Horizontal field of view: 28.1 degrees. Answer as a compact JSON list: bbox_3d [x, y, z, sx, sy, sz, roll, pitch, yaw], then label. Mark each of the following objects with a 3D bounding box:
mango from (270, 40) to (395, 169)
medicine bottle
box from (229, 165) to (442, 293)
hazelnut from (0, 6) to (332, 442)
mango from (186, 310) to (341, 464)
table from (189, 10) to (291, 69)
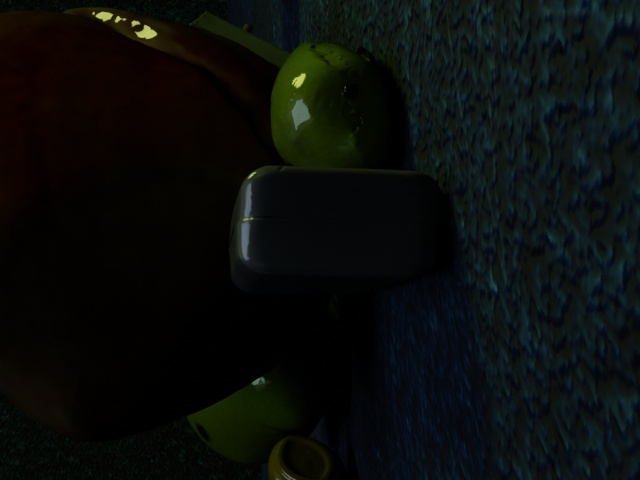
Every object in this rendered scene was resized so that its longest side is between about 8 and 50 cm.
[{"bbox_3d":[0.003,-0.080,0.802,0.165,0.074,0.091,-125,30,-80],"label":"mango"},{"bbox_3d":[-0.004,0.293,1.137,0.095,0.064,0.261,42,144,49],"label":"medicine bottle"},{"bbox_3d":[0.000,0.000,0.732,0.244,0.103,0.055,134,137,-83],"label":"box"},{"bbox_3d":[-0.157,-0.026,0.988,0.315,0.372,0.372,-48,37,40],"label":"hazelnut"},{"bbox_3d":[-0.054,0.120,1.200,0.293,0.142,0.175,141,125,-71],"label":"mango"},{"bbox_3d":[-0.090,-0.094,1.225,0.240,0.121,0.111,-64,-5,31],"label":"table"}]
